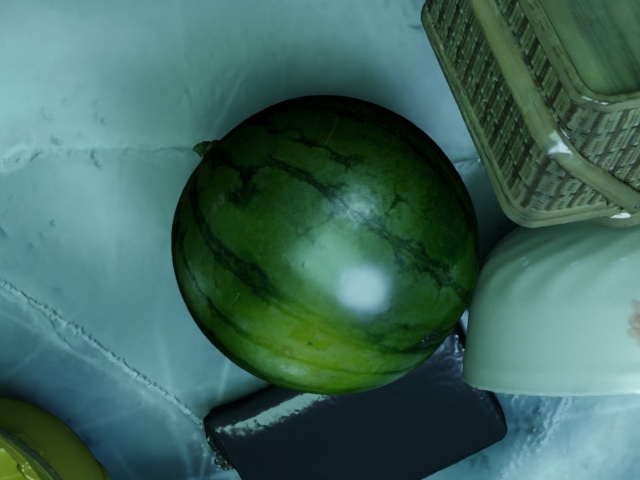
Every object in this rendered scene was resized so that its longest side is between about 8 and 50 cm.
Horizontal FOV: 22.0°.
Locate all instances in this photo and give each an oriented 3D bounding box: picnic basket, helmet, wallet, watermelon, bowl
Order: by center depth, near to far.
[{"bbox_3d":[0.246,-0.152,1.206,0.312,0.228,0.175,-11,151,-19],"label":"picnic basket"},{"bbox_3d":[0.004,0.003,1.297,0.242,0.242,0.242,0,107,-1],"label":"watermelon"},{"bbox_3d":[0.243,0.035,1.304,0.277,0.277,0.145,-5,95,1],"label":"bowl"},{"bbox_3d":[-0.254,0.214,1.398,0.257,0.140,0.205,9,111,31],"label":"helmet"},{"bbox_3d":[0.031,0.164,1.449,0.250,0.044,0.149,-27,110,7],"label":"wallet"}]
